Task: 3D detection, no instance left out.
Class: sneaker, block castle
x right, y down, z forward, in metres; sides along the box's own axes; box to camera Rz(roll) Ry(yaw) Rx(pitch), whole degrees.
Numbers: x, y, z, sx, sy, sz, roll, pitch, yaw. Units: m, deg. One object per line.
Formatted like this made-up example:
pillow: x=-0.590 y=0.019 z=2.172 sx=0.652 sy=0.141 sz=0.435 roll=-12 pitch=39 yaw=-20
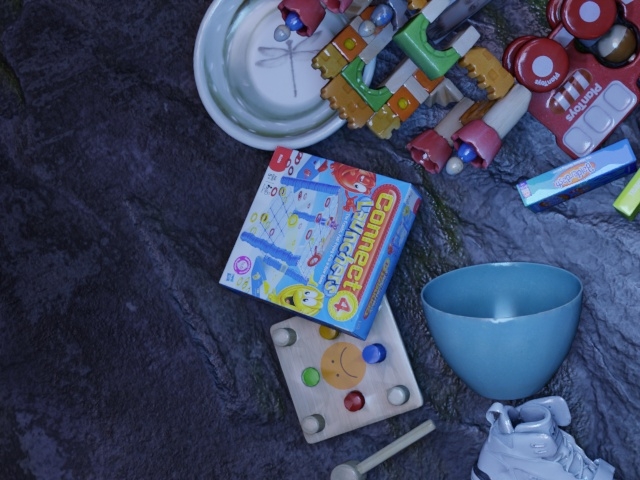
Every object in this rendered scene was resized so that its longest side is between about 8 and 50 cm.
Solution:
sneaker: x=0.454 y=0.413 z=1.798 sx=0.366 sy=0.137 sz=0.210 roll=14 pitch=125 yaw=22
block castle: x=0.134 y=-0.318 z=1.827 sx=0.453 sy=0.303 sz=0.213 roll=45 pitch=79 yaw=-13

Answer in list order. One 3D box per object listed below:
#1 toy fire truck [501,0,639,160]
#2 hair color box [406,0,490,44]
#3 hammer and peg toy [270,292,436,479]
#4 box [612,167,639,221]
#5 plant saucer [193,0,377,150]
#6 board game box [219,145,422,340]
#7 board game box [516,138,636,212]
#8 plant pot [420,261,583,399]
toy fire truck: x=0.504 y=-0.333 z=1.877 sx=0.254 sy=0.169 sz=0.302 roll=40 pitch=100 yaw=-8
hair color box: x=0.316 y=-0.542 z=1.928 sx=0.347 sy=0.174 sz=0.105 roll=-37 pitch=78 yaw=13
hammer and peg toy: x=0.074 y=0.296 z=1.978 sx=0.266 sy=0.127 sz=0.361 roll=-22 pitch=80 yaw=14
box: x=0.610 y=-0.121 z=1.837 sx=0.042 sy=0.109 sz=0.178 roll=38 pitch=98 yaw=18
plant saucer: x=-0.065 y=-0.379 z=2.081 sx=0.401 sy=0.100 sz=0.400 roll=-1 pitch=86 yaw=19
board game box: x=0.000 y=0.000 z=1.943 sx=0.302 sy=0.086 sz=0.308 roll=18 pitch=80 yaw=25
board game box: x=0.479 y=-0.116 z=1.854 sx=0.210 sy=0.160 sz=0.047 roll=-23 pitch=80 yaw=16
plant pot: x=0.337 y=0.178 z=1.839 sx=0.290 sy=0.290 sz=0.195 roll=-1 pitch=108 yaw=18
